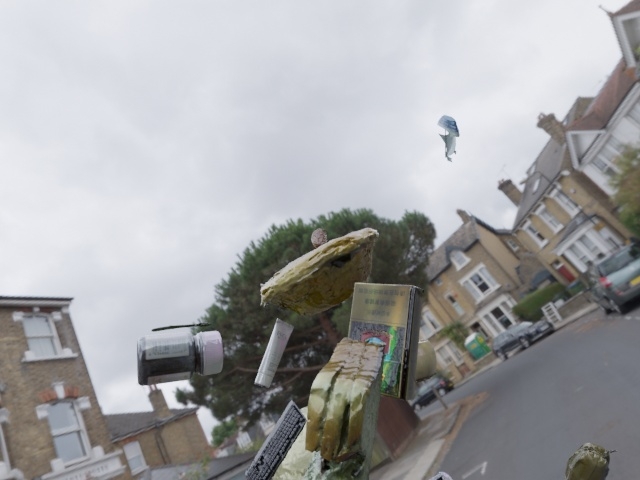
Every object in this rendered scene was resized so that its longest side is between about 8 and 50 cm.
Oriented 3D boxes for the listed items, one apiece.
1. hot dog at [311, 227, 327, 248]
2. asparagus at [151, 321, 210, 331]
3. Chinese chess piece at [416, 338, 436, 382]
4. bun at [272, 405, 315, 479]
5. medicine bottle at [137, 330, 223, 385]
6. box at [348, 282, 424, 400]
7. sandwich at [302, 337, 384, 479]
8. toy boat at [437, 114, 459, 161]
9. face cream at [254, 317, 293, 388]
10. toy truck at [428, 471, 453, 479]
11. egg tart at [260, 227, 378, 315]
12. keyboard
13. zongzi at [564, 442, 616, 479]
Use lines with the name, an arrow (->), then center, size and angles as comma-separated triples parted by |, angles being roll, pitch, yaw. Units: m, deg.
hot dog -> 0.000, 0.000, 1.347 | 0.058, 0.083, 0.035 | 26, -50, -30
asparagus -> -0.405, 0.252, 1.221 | 0.166, 0.016, 0.013 | -4, -4, -19
Chinese chess piece -> 0.233, 0.387, 1.336 | 0.270, 0.112, 0.270 | -7, -11, -1
bun -> -0.017, 0.658, 1.178 | 0.227, 0.349, 0.352 | -22, 7, 4
medicine bottle -> -0.487, 0.403, 1.452 | 0.273, 0.165, 0.165 | 1, -37, -26
box -> 0.142, 0.218, 0.937 | 0.159, 0.240, 0.071 | -2, -16, 36
sandwich -> 0.037, 0.324, 0.675 | 0.249, 0.095, 0.273 | -6, -76, -77
toy boat -> 0.392, -0.307, 1.274 | 0.034, 0.149, 0.105 | -17, 17, -10
face cream -> -0.171, 0.416, 1.533 | 0.058, 0.244, 0.092 | -1, -29, 43
toy truck -> 0.389, 0.773, 1.188 | 0.116, 0.216, 0.110 | -25, -42, -24
egg tart -> 0.014, 0.119, 1.330 | 0.443, 0.178, 0.443 | -31, -5, -3
keyboard -> -0.100, 0.446, 0.902 | 0.015, 0.074, 0.196 | 33, -91, -42
zongzi -> 0.685, 0.542, 1.064 | 0.178, 0.081, 0.189 | -24, -55, -52
